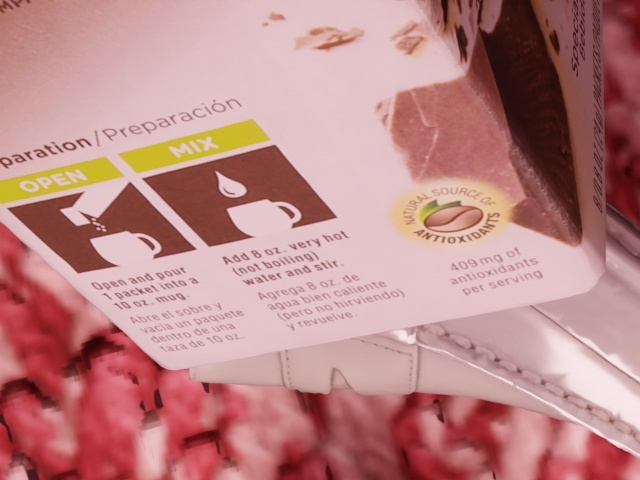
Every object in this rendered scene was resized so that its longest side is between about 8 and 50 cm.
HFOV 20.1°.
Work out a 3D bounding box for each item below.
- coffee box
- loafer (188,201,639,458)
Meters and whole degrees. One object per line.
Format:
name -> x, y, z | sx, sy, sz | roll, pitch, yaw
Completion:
coffee box -> -0.049, -0.122, 0.346 | 0.119, 0.297, 0.168 | -13, 54, 25
loafer -> 0.000, 0.000, 0.545 | 0.319, 0.112, 0.111 | 32, 93, 3
